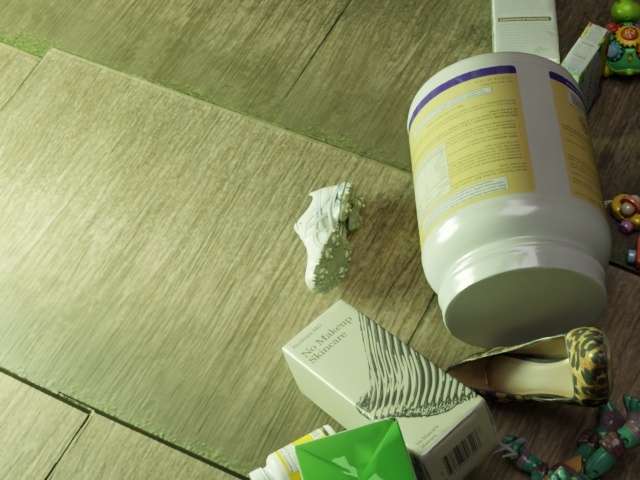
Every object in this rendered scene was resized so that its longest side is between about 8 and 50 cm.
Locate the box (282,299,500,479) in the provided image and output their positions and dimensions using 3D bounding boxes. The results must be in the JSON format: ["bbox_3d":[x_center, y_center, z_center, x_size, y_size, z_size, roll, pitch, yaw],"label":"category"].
[{"bbox_3d":[0.082,0.189,1.660,0.113,0.094,0.275,-40,44,-18],"label":"box"}]

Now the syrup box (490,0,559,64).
[{"bbox_3d":[0.301,-0.325,2.021,0.096,0.093,0.237,0,57,6],"label":"syrup box"}]

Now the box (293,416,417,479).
[{"bbox_3d":[0.071,0.370,1.506,0.127,0.231,0.262,-15,57,-4],"label":"box"}]

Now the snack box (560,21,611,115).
[{"bbox_3d":[0.366,-0.223,1.919,0.037,0.141,0.100,27,64,21],"label":"snack box"}]

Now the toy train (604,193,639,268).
[{"bbox_3d":[0.394,-0.017,1.838,0.166,0.046,0.125,10,58,12],"label":"toy train"}]

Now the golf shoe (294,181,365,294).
[{"bbox_3d":[0.000,0.000,1.869,0.086,0.069,0.176,-2,51,29],"label":"golf shoe"}]

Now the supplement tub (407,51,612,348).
[{"bbox_3d":[0.243,-0.051,1.759,0.241,0.241,0.331,-5,57,3],"label":"supplement tub"}]

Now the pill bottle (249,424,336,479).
[{"bbox_3d":[-0.026,0.280,1.674,0.116,0.065,0.065,-26,58,-11],"label":"pill bottle"}]

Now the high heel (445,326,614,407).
[{"bbox_3d":[0.247,0.157,1.624,0.186,0.261,0.093,-3,80,1],"label":"high heel"}]

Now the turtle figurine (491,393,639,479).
[{"bbox_3d":[0.285,0.276,1.621,0.234,0.118,0.175,-35,20,-18],"label":"turtle figurine"}]

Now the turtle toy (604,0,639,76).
[{"bbox_3d":[0.451,-0.296,2.003,0.095,0.066,0.130,0,57,5],"label":"turtle toy"}]
